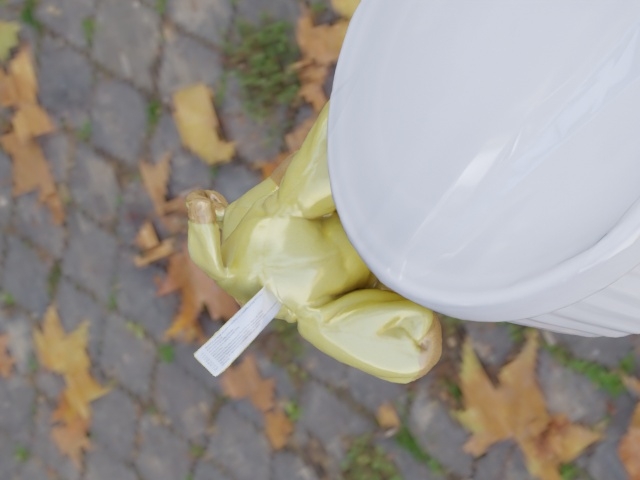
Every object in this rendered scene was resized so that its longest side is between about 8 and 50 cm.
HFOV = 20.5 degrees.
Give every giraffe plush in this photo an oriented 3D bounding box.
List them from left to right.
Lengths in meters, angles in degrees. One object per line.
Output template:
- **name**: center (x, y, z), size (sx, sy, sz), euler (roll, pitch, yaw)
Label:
- **giraffe plush**: center (0.000, 0.000, 1.135), size (0.181, 0.210, 0.170), euler (63, 175, -12)

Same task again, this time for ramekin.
- **ramekin**: center (0.140, -0.073, 0.912), size (0.273, 0.127, 0.272), euler (-25, 52, 38)
